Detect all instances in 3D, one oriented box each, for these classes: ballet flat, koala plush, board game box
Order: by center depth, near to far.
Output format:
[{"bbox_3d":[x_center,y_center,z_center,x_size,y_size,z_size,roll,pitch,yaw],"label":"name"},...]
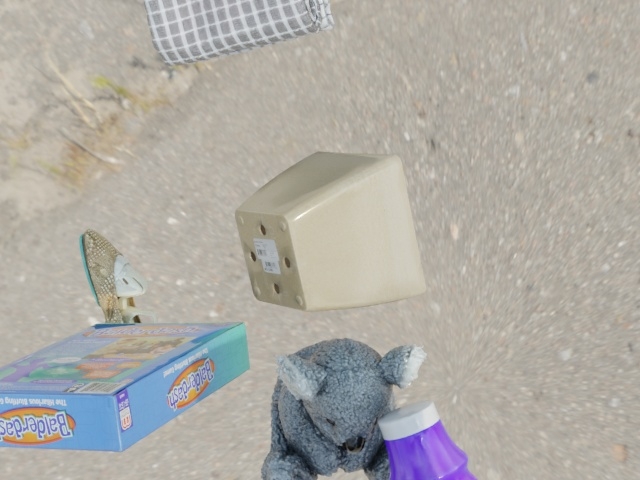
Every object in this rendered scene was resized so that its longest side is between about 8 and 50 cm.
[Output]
[{"bbox_3d":[-0.176,0.115,0.928,0.160,0.210,0.047,-3,100,24],"label":"board game box"},{"bbox_3d":[0.024,0.182,1.318,0.196,0.221,0.203,-3,63,-5],"label":"koala plush"},{"bbox_3d":[-0.233,0.079,1.358,0.067,0.073,0.206,-9,110,10],"label":"ballet flat"}]

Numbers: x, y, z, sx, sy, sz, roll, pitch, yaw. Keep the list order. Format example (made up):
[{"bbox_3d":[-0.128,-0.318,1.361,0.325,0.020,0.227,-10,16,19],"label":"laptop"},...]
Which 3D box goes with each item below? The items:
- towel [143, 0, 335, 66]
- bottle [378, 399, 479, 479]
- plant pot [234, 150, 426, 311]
[{"bbox_3d":[-0.126,-0.380,1.435,0.235,0.121,0.283,-10,99,25],"label":"towel"},{"bbox_3d":[0.144,0.319,1.243,0.118,0.092,0.282,-18,94,46],"label":"bottle"},{"bbox_3d":[0.000,0.000,0.841,0.096,0.109,0.109,-22,108,-32],"label":"plant pot"}]
